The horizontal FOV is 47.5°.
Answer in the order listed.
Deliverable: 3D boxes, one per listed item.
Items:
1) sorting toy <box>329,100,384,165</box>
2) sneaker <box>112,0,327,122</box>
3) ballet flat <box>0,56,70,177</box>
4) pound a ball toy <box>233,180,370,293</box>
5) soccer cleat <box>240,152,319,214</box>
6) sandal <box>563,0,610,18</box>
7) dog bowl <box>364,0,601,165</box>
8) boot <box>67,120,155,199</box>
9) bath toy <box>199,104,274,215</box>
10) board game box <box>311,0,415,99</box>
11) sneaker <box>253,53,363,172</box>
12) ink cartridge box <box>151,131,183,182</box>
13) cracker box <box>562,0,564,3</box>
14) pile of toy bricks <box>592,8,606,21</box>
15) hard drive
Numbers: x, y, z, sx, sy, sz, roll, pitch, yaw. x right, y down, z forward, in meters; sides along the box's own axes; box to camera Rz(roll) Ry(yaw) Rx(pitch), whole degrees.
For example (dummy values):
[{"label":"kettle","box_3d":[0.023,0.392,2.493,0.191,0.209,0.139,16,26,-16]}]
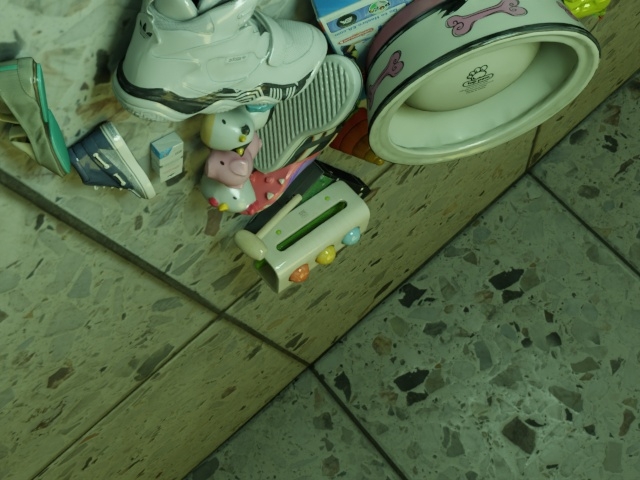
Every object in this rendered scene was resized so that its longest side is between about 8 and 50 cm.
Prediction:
[{"label":"sorting toy","box_3d":[0.075,-0.245,1.546,0.127,0.126,0.365,-43,163,1]},{"label":"sneaker","box_3d":[-0.109,-0.298,1.023,0.365,0.137,0.210,-24,157,-36]},{"label":"ballet flat","box_3d":[-0.376,-0.154,0.940,0.068,0.072,0.213,-8,151,-12]},{"label":"pound a ball toy","box_3d":[-0.033,-0.006,1.644,0.319,0.136,0.208,-35,161,-21]},{"label":"soccer cleat","box_3d":[-0.080,-0.144,1.532,0.248,0.083,0.095,-47,166,5]},{"label":"sandal","box_3d":[0.529,-0.587,1.508,0.126,0.138,0.317,-18,165,14]},{"label":"dog bowl","box_3d":[0.256,-0.292,1.256,0.407,0.151,0.408,-15,161,-5]},{"label":"boot","box_3d":[-0.327,-0.108,1.137,0.086,0.069,0.190,-32,152,-8]},{"label":"bath toy","box_3d":[-0.147,-0.159,1.277,0.151,0.129,0.348,-32,160,-30]},{"label":"board game box","box_3d":[0.164,-0.395,1.252,0.308,0.086,0.302,-20,162,10]},{"label":"sneaker","box_3d":[-0.013,-0.242,1.339,0.127,0.126,0.321,-28,177,-42]},{"label":"ink cartridge box","box_3d":[-0.261,-0.140,1.238,0.048,0.028,0.083,-32,159,-28]},{"label":"cracker box","box_3d":[0.539,-0.546,1.775,0.067,0.156,0.232,-38,161,-13]},{"label":"pile of toy bricks","box_3d":[0.764,-0.664,2.056,0.212,0.105,0.118,-29,157,-36]},{"label":"hard drive","box_3d":[-0.022,-0.081,1.810,0.237,0.064,0.339,-47,162,14]}]
